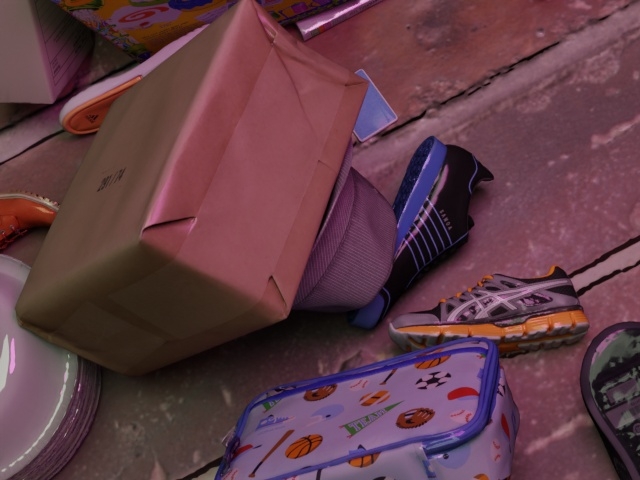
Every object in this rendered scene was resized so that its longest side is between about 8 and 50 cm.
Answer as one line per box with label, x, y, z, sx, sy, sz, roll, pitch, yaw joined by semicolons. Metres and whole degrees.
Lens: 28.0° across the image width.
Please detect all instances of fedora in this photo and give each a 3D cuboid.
fedora;0.000;0.000;1.385;0.124;0.275;0.244;27;96;-23

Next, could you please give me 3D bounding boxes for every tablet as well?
tablet;0.050;-0.162;1.543;0.054;0.006;0.083;-33;69;-3

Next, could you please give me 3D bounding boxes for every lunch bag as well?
lunch bag;0.043;0.201;1.283;0.303;0.243;0.115;-15;109;18

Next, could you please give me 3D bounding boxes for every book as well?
book;0.021;-0.320;1.595;0.144;0.035;0.096;-29;72;-3

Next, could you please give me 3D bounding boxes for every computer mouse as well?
computer mouse;0.349;0.216;1.325;0.188;0.072;0.272;-21;80;0

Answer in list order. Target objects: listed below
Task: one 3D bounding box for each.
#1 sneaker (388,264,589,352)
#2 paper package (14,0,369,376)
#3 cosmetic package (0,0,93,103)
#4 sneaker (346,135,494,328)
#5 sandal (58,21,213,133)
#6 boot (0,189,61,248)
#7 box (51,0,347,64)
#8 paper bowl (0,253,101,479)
sneaker;0.179;0.079;1.398;0.215;0.084;0.083;-6;66;-2
paper package;-0.139;-0.046;1.337;0.168;0.325;0.309;31;60;-23
cosmetic package;-0.367;-0.331;1.499;0.113;0.309;0.160;2;36;11
sneaker;0.112;0.003;1.434;0.090;0.081;0.232;26;91;-14
sandal;-0.184;-0.172;1.545;0.265;0.102;0.076;-27;69;9
boot;-0.373;-0.018;1.542;0.158;0.059;0.084;5;74;20
box;-0.138;-0.353;1.467;0.290;0.279;0.177;-17;77;12
paper bowl;-0.401;0.150;1.436;0.284;0.148;0.284;-3;71;8
